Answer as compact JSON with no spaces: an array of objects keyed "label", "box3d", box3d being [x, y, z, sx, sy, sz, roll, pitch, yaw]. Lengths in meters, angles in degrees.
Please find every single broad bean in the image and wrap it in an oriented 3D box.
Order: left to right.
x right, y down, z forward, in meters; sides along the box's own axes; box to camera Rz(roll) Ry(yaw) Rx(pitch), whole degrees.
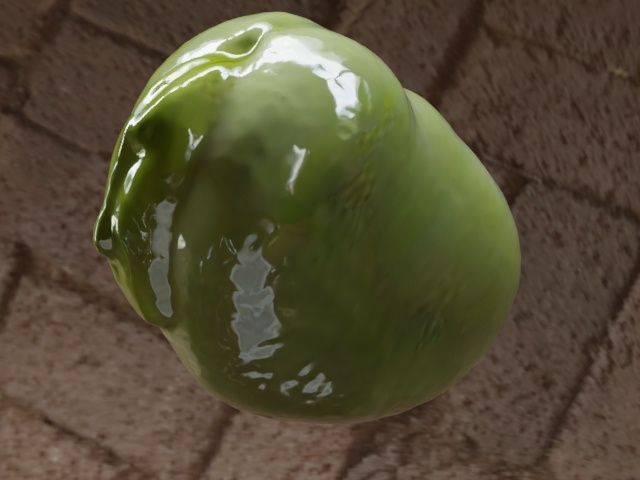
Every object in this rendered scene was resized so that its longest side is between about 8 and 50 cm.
[{"label":"broad bean","box3d":[0.000,0.000,0.477,0.124,0.174,0.082,-43,38,-4]}]
